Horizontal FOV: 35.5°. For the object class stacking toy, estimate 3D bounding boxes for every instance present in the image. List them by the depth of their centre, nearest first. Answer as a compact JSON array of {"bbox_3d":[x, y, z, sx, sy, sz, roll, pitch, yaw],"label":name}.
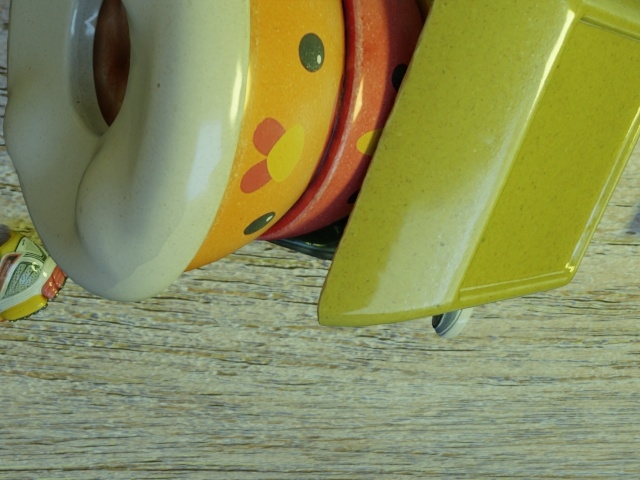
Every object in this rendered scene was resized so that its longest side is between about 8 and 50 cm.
[{"bbox_3d":[0.016,-0.138,0.816,0.480,0.350,0.350,-2,146,-34],"label":"stacking toy"}]

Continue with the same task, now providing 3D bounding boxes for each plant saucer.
[{"bbox_3d":[0.170,-0.074,0.798,0.333,0.081,0.332,-5,122,-54],"label":"plant saucer"}]

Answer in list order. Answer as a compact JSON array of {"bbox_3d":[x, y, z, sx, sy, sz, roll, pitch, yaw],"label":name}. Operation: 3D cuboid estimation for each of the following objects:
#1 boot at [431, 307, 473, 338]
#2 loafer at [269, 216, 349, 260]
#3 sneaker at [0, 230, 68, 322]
[{"bbox_3d":[0.147,0.042,1.198,0.086,0.069,0.190,11,132,-9],"label":"boot"},{"bbox_3d":[0.000,0.000,1.123,0.170,0.062,0.061,12,144,-19],"label":"loafer"},{"bbox_3d":[-0.391,0.052,1.138,0.225,0.088,0.092,-25,118,24],"label":"sneaker"}]
